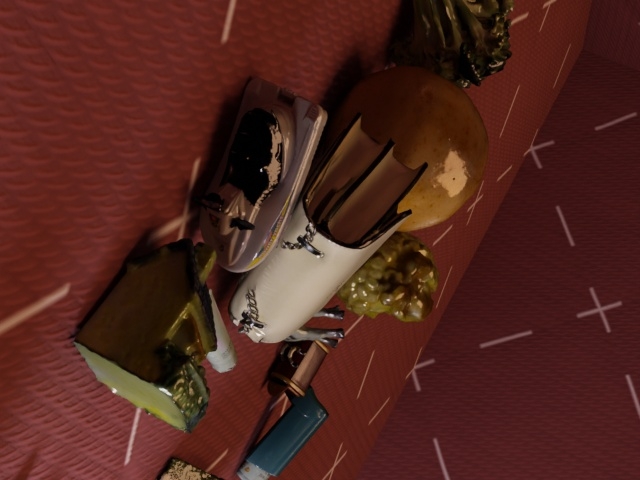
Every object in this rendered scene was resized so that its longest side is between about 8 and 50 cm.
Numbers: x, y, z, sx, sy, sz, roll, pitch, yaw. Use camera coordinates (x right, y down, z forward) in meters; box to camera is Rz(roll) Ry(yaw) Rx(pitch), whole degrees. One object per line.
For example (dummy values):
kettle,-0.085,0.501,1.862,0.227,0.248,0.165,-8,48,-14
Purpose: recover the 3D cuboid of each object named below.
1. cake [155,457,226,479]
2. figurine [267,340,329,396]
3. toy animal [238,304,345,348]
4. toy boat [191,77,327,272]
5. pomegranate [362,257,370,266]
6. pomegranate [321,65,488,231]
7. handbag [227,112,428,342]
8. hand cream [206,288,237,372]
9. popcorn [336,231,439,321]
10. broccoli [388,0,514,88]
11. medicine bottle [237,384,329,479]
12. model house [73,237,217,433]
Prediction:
cake,-0.205,0.508,1.951,0.158,0.172,0.283,-62,162,-16
figurine,-0.059,0.259,2.217,0.154,0.082,0.098,-58,149,-21
toy animal,-0.035,0.150,1.963,0.255,0.170,0.090,36,59,-73
toy boat,-0.095,-0.086,1.481,0.269,0.141,0.141,-63,164,3
pomegranate,0.026,-0.013,2.005,0.191,0.131,0.152,4,118,-49
pomegranate,0.142,-0.155,1.861,0.307,0.307,0.307,-56,162,-29
handbag,0.000,0.000,1.668,0.237,0.160,0.358,-50,179,-36
hand cream,-0.177,0.154,1.731,0.078,0.050,0.205,-58,159,-22
popcorn,0.152,0.085,2.336,0.206,0.237,0.251,-58,-154,16
broccoli,0.250,-0.405,1.974,0.263,0.247,0.243,-28,123,3
medicine bottle,-0.088,0.418,2.319,0.258,0.124,0.079,-51,166,-4
model house,-0.189,0.122,1.425,0.211,0.170,0.194,-58,161,-24
